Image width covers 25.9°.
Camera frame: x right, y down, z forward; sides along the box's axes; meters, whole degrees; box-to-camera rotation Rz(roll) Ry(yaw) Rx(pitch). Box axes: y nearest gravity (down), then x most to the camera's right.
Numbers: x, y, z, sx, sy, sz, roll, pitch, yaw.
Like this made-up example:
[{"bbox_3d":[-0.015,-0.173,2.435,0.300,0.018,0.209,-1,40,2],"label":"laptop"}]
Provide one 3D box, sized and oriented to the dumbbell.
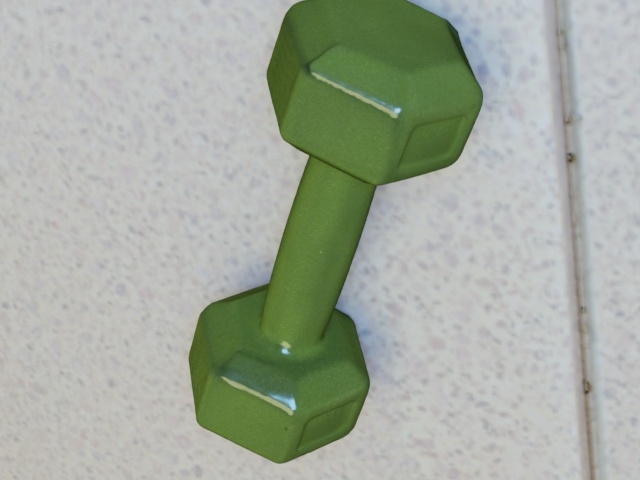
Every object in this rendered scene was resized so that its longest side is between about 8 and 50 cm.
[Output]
[{"bbox_3d":[0.000,0.000,0.830,0.108,0.121,0.302,45,135,31],"label":"dumbbell"}]
